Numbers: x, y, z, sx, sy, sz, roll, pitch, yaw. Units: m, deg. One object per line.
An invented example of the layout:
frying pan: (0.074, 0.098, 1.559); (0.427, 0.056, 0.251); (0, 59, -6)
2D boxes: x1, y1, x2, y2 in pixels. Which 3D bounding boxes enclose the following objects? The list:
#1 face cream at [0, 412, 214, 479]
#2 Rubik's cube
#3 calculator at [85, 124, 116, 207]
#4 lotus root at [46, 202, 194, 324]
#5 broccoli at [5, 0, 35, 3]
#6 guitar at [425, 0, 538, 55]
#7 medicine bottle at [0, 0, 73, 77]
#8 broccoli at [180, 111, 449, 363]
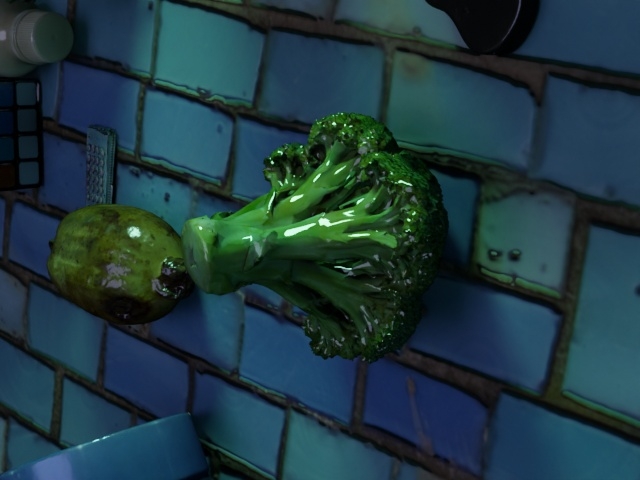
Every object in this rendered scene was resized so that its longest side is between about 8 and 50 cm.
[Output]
face cream: (-0.240, 0.350, 1.561); (0.249, 0.249, 0.225); (-29, 77, 44)
Rubik's cube: (-0.493, -0.151, 1.804); (0.151, 0.155, 0.154); (12, 104, 46)
calculator: (-0.292, -0.065, 1.715); (0.057, 0.018, 0.172); (19, 111, 44)
lotus root: (-0.242, 0.030, 1.601); (0.260, 0.128, 0.145); (11, 95, 42)
broccoli: (-0.347, -0.456, 1.562); (0.293, 0.348, 0.281); (40, 126, -20)
guitar: (0.104, -0.279, 1.266); (0.271, 0.038, 0.084); (46, 124, 30)
medicine bottle: (-0.431, -0.277, 1.750); (0.252, 0.114, 0.114); (11, 104, 43)
broccoli: (0.000, 0.000, 1.254); (0.269, 0.269, 0.254); (-31, 70, 43)
